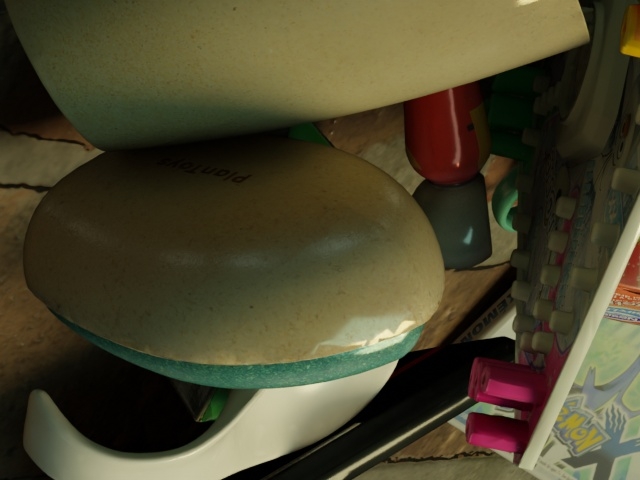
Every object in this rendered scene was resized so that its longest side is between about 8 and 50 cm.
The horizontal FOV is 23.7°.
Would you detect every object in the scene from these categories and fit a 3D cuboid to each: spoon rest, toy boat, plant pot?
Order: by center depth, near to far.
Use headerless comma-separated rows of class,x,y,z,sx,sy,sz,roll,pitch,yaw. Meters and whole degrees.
plant pot,-0.030,-0.167,0.850,0.274,0.256,0.256,-25,147,9
toy boat,0.000,0.000,0.916,0.318,0.267,0.148,-30,123,-37
spoon rest,-0.055,0.111,1.017,0.276,0.084,0.137,-14,139,-30

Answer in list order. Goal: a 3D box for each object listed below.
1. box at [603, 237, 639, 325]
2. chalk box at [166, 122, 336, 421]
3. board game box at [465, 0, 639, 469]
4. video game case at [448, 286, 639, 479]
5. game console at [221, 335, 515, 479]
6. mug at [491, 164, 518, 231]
box,0.243,-0.073,1.148,0.128,0.122,0.257,127,-24,-78
chalk box,-0.032,0.008,1.112,0.132,0.132,0.213,-2,132,-42
board game box,0.170,-0.116,0.998,0.050,0.390,0.390,13,130,-3
video game case,0.305,0.128,1.514,0.329,0.036,0.300,34,111,-29
game console,-0.039,0.196,1.229,0.386,0.060,0.342,-29,-178,-17
mug,0.227,-0.063,1.275,0.158,0.129,0.097,-54,146,-9
